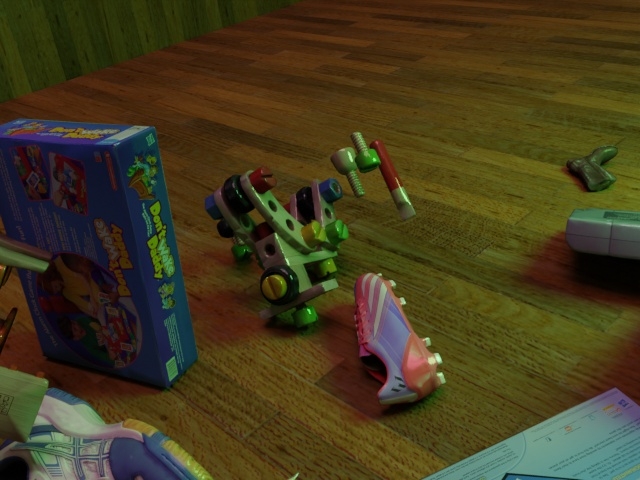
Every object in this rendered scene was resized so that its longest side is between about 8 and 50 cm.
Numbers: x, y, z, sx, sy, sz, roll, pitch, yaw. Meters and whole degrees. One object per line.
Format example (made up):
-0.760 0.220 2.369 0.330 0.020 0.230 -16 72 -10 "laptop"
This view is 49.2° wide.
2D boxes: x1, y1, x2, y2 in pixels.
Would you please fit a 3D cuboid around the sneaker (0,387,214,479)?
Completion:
-0.246 0.267 0.777 0.297 0.111 0.131 6 44 35 "sneaker"

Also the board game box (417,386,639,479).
0.254 0.254 0.733 0.281 0.027 0.145 -19 31 -18 "board game box"

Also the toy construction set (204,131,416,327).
0.000 0.000 1.083 0.309 0.257 0.237 -24 75 3 "toy construction set"

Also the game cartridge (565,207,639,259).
0.517 -0.005 1.021 0.297 0.062 0.198 6 15 23 "game cartridge"

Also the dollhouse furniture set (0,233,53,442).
-0.388 0.142 0.819 0.135 0.262 0.259 21 1 -18 "dollhouse furniture set"

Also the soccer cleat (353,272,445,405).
0.080 0.125 0.949 0.095 0.083 0.248 -19 34 -9 "soccer cleat"

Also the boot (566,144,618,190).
0.534 -0.135 1.317 0.107 0.037 0.114 -21 27 3 "boot"

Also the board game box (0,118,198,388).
-0.309 0.016 0.951 0.233 0.347 0.078 8 29 25 "board game box"

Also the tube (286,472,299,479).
-0.101 0.322 0.664 0.070 0.062 0.240 3 32 33 "tube"
